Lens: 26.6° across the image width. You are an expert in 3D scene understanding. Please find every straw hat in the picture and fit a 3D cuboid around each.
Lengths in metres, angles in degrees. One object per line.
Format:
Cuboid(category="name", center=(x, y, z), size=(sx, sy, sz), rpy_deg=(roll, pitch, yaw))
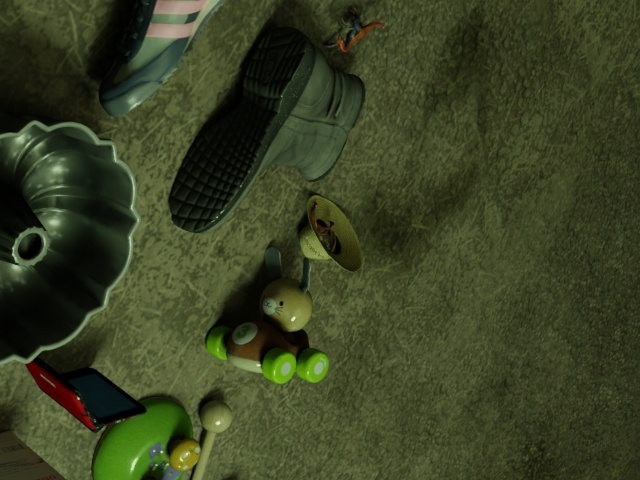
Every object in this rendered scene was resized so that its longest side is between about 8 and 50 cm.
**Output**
Cuboid(category="straw hat", center=(0.000, 0.000, 2.161), size=(0.061, 0.145, 0.144), rpy_deg=(-30, 148, 24))

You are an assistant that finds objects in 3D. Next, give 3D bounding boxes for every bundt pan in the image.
Cuboid(category="bundt pan", center=(-0.394, -0.015, 1.688), size=(0.330, 0.124, 0.331), rpy_deg=(-26, 130, -36))

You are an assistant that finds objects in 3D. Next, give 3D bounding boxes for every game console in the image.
Cuboid(category="game console", center=(-0.328, 0.194, 1.869), size=(0.085, 0.144, 0.124), rpy_deg=(-41, 137, -23))

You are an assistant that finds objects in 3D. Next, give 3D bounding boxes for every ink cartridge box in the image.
Cuboid(category="ink cartridge box", center=(-0.429, 0.328, 1.835), size=(0.109, 0.150, 0.063), rpy_deg=(-8, 118, -44))

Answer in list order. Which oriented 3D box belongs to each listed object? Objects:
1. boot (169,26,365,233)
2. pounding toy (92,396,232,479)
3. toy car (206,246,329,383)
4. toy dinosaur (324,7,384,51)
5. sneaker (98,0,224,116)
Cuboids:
Cuboid(category="boot", center=(-0.061, -0.126, 1.991), size=(0.338, 0.118, 0.222), rpy_deg=(-55, 146, 0))
Cuboid(category="pounding toy", center=(-0.227, 0.345, 2.096), size=(0.236, 0.110, 0.183), rpy_deg=(0, 113, -46))
Cuboid(category="toy car", center=(-0.068, 0.110, 2.101), size=(0.149, 0.155, 0.189), rpy_deg=(5, 99, -48))
Cuboid(category="toy dinosaur", center=(0.051, -0.311, 2.025), size=(0.047, 0.090, 0.082), rpy_deg=(88, 4, -46))
Cuboid(category="sneaker", center=(-0.209, -0.313, 1.740), size=(0.131, 0.112, 0.319), rpy_deg=(40, 79, -33))
